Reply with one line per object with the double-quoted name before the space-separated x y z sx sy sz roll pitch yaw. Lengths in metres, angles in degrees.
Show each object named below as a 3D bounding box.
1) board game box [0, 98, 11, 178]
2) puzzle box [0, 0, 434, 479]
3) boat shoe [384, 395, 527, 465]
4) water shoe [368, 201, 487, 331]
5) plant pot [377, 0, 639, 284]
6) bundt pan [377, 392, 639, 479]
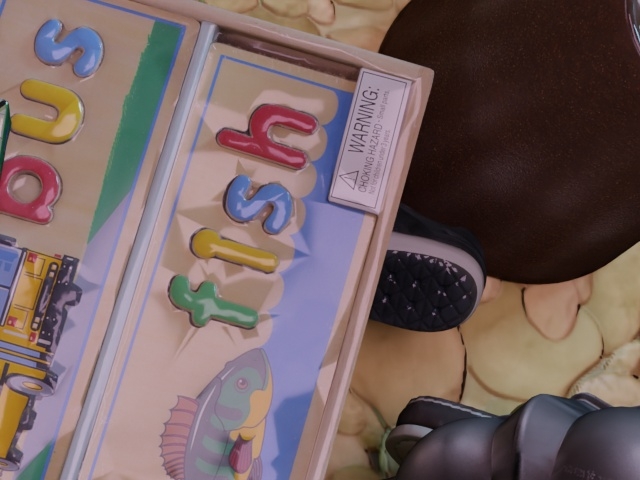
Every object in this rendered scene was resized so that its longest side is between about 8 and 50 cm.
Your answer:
"board game box" -0.333 0.012 1.016 0.317 0.046 0.213 7 75 -5
"puzzle box" -0.118 0.058 1.078 0.272 0.052 0.408 15 75 0
"boat shoe" 0.143 0.137 1.196 0.228 0.081 0.068 25 67 -21
"water shoe" 0.000 0.000 1.182 0.203 0.080 0.073 21 114 1
"plant pot" 0.170 -0.099 1.172 0.215 0.230 0.215 4 77 -20
"bundt pan" 0.120 0.226 1.000 0.331 0.124 0.330 -8 69 22
